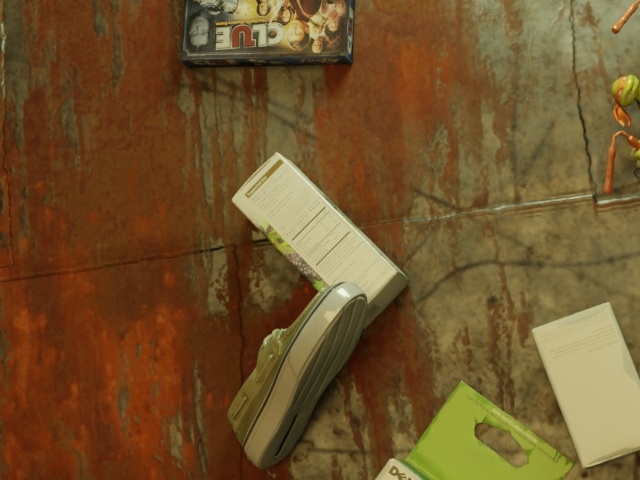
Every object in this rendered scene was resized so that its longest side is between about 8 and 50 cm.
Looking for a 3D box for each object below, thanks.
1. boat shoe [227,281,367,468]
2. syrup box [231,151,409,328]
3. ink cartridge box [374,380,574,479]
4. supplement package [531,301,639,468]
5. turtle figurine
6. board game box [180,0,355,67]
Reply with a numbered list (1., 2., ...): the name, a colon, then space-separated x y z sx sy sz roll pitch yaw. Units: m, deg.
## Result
1. boat shoe: -0.042 0.162 1.666 0.094 0.109 0.302 43 121 24
2. syrup box: 0.000 0.000 1.738 0.096 0.093 0.237 -46 73 3
3. ink cartridge box: 0.167 0.328 1.638 0.189 0.097 0.255 35 90 17
4. supplement package: 0.343 0.182 1.617 0.105 0.105 0.179 -21 75 9
5. turtle figurine: 0.460 -0.165 1.660 0.217 0.087 0.270 12 74 8
6. board game box: -0.073 -0.330 1.842 0.243 0.042 0.165 0 80 14
